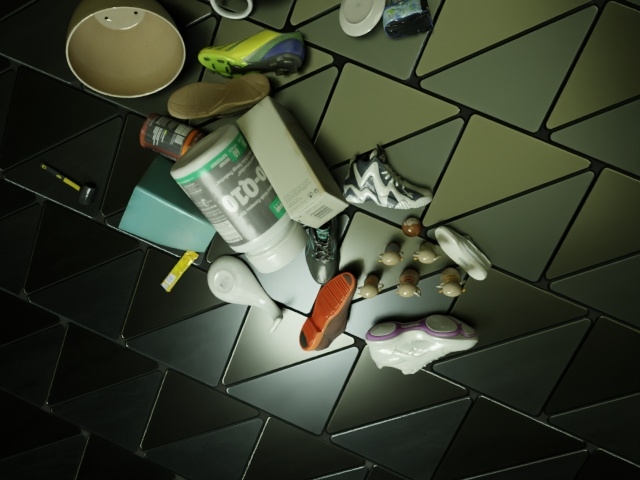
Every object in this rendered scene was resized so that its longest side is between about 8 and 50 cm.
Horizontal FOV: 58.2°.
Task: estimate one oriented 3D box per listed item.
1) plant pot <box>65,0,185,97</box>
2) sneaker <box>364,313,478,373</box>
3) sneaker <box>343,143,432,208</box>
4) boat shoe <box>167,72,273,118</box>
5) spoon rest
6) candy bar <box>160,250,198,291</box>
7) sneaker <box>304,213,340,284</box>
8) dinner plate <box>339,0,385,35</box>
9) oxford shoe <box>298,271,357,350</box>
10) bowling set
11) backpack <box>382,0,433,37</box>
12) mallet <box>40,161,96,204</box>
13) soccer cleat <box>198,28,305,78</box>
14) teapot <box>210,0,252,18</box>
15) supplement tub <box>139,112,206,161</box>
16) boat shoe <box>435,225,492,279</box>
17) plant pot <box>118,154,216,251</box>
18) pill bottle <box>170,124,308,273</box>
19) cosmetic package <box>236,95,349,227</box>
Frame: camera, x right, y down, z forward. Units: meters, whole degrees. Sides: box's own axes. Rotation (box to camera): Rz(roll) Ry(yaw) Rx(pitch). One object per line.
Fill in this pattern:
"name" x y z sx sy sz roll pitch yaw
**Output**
"plant pot" -0.507 -0.538 1.473 0.284 0.284 0.191 -28 62 16
"sneaker" 0.284 0.292 1.598 0.305 0.114 0.152 -6 116 16
"sneaker" 0.178 -0.172 1.497 0.235 0.094 0.153 9 114 19
"boat shoe" -0.263 -0.371 1.533 0.285 0.092 0.103 -12 78 10
"spoon rest" -0.216 0.156 1.671 0.276 0.084 0.137 40 106 13
"candy bar" -0.424 0.090 1.714 0.040 0.018 0.161 41 107 3
"sneaker" 0.000 0.000 1.569 0.101 0.106 0.267 2 105 8
"dinner plate" 0.098 -0.577 1.417 0.141 0.017 0.141 -7 79 40
"oxford shoe" 0.039 0.201 1.619 0.098 0.097 0.271 12 122 -36
"bowling set" 0.226 0.050 1.511 0.287 0.154 0.200 -8 102 12
"backpack" 0.208 -0.549 1.400 0.114 0.105 0.084 -13 78 16
"mallet" -0.757 -0.170 1.710 0.190 0.039 0.062 25 109 9
"soccer cleat" -0.178 -0.495 1.506 0.289 0.093 0.121 2 73 15
"teapot" -0.161 -0.683 1.393 0.187 0.256 0.252 31 86 -33
"supplement tub" -0.385 -0.268 1.576 0.198 0.106 0.106 24 106 4
"boat shoe" 0.383 0.022 1.525 0.184 0.066 0.063 43 63 1
"plant pot" -0.392 -0.082 1.578 0.234 0.165 0.165 28 128 -13
"pill bottle" -0.199 -0.100 1.494 0.204 0.204 0.361 -30 115 16
"cosmetic package" -0.070 -0.194 1.448 0.113 0.160 0.309 -35 71 15
